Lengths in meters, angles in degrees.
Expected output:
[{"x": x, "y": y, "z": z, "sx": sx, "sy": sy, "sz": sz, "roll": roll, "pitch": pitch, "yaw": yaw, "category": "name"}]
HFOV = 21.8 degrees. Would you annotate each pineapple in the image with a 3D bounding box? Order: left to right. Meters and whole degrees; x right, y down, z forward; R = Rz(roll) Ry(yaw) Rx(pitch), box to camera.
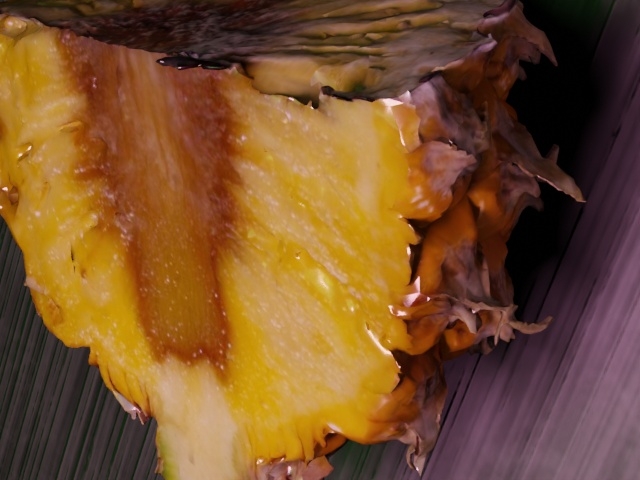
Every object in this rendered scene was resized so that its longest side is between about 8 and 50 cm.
[{"x": 0.000, "y": 0.003, "z": 0.842, "sx": 0.344, "sy": 0.209, "sz": 0.286, "roll": 17, "pitch": 123, "yaw": 44, "category": "pineapple"}]
